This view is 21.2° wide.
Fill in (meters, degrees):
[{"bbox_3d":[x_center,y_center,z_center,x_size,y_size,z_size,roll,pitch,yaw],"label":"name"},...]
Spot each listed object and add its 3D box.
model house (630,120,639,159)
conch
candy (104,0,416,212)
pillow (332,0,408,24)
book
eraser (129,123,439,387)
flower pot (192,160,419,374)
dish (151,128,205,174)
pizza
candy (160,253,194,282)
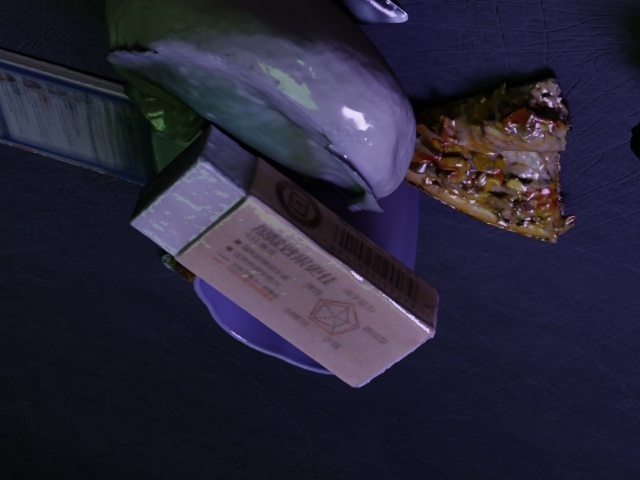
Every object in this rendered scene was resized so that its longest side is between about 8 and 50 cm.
[{"bbox_3d":[0.488,-0.026,1.729,0.317,0.282,0.297,40,146,-29],"label":"model house"},{"bbox_3d":[-0.184,-0.205,2.054,0.116,0.173,0.106,-9,159,-47],"label":"conch"},{"bbox_3d":[-0.048,-0.185,1.848,0.386,0.186,0.427,35,176,-17],"label":"candy"},{"bbox_3d":[0.030,-0.281,1.846,0.091,0.055,0.136,-21,134,27],"label":"pillow"},{"bbox_3d":[-0.356,-0.170,2.327,0.322,0.018,0.228,17,152,9],"label":"book"},{"bbox_3d":[-0.037,0.023,1.913,0.343,0.078,0.144,37,126,-20],"label":"eraser"},{"bbox_3d":[0.000,0.000,2.146,0.265,0.243,0.265,15,152,8],"label":"flower pot"},{"bbox_3d":[-0.139,-0.086,2.252,0.154,0.064,0.234,31,156,19],"label":"dish"},{"bbox_3d":[0.226,-0.082,2.035,0.251,0.074,0.288,36,150,-29],"label":"pizza"},{"bbox_3d":[-0.170,0.039,2.526,0.182,0.046,0.053,-6,139,43],"label":"candy"}]
